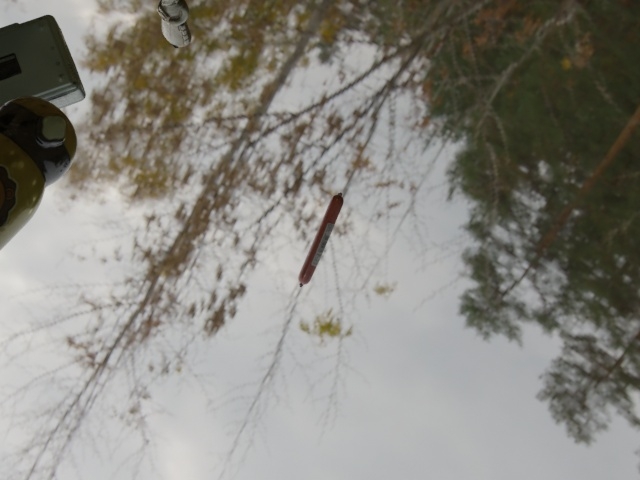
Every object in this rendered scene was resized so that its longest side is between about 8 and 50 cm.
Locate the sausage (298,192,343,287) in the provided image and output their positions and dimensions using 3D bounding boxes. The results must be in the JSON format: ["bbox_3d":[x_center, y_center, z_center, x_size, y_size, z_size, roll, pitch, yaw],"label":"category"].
[{"bbox_3d":[0.000,0.000,2.007,0.029,0.223,0.029,22,-168,-5],"label":"sausage"}]

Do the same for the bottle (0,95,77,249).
[{"bbox_3d":[-0.514,-0.079,1.436,0.171,0.171,0.351,32,-118,7],"label":"bottle"}]

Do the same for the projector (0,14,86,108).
[{"bbox_3d":[-0.659,-0.357,2.033,0.099,0.257,0.192,106,142,-79],"label":"projector"}]

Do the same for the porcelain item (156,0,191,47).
[{"bbox_3d":[-0.300,-0.468,1.934,0.084,0.054,0.213,48,168,6],"label":"porcelain item"}]
